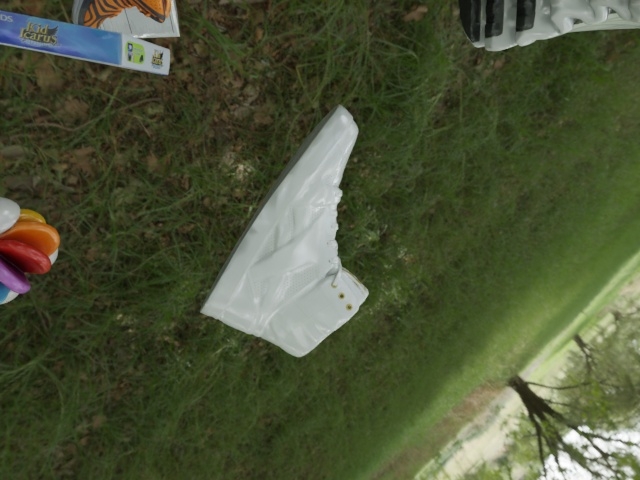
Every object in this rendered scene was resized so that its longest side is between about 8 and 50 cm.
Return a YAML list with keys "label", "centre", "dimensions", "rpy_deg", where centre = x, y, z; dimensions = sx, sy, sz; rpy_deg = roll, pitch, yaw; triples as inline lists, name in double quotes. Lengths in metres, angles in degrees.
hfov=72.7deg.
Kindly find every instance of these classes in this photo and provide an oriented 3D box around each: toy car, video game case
- label: "toy car"
  centre: [-0.519, 0.033, 0.718]
  dimensions: [0.182, 0.136, 0.159]
  rpy_deg: [-51, 153, -24]
- label: "video game case"
  centre: [-0.474, -0.390, 0.864]
  dimensions: [0.244, 0.270, 0.061]
  rpy_deg: [-89, -170, -73]

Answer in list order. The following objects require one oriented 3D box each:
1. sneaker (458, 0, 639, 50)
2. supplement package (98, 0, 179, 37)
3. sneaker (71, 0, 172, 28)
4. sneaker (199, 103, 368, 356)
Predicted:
- label: "sneaker"
  centre: [0.237, -0.186, 0.287]
  dimensions: [0.118, 0.292, 0.110]
  rpy_deg: [-17, 120, -26]
- label: "supplement package"
  centre: [-0.551, -0.691, 1.271]
  dimensions: [0.244, 0.133, 0.139]
  rpy_deg: [-8, 152, -12]
- label: "sneaker"
  centre: [-0.441, -0.540, 0.985]
  dimensions: [0.180, 0.321, 0.124]
  rpy_deg: [21, 72, -32]
- label: "sneaker"
  centre: [0.000, 0.000, 0.533]
  dimensions: [0.292, 0.169, 0.108]
  rpy_deg: [-58, -169, 7]
